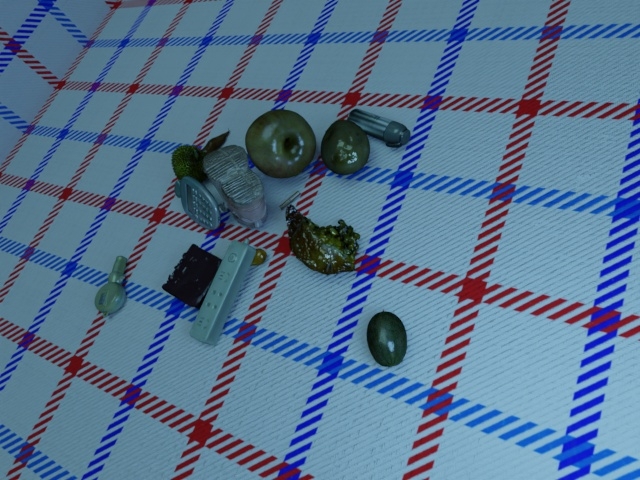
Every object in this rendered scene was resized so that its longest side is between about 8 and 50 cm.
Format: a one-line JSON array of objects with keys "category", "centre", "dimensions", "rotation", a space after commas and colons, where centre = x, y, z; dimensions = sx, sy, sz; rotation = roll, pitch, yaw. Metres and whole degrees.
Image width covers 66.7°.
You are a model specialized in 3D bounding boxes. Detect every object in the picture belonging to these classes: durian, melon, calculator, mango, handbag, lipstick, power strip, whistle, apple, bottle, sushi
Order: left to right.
[{"category": "whistle", "centre": [-0.821, 0.181, 1.928], "dimensions": [0.126, 0.067, 0.258], "rotation": [-7, 58, 20]}, {"category": "durian", "centre": [-0.534, -0.312, 1.986], "dimensions": [0.159, 0.198, 0.146], "rotation": [-43, 63, 6]}, {"category": "handbag", "centre": [-0.452, 0.134, 1.778], "dimensions": [0.216, 0.074, 0.203], "rotation": [21, 73, 34]}, {"category": "calculator", "centre": [-0.481, -0.150, 1.898], "dimensions": [0.042, 0.184, 0.295], "rotation": [-26, 48, -38]}, {"category": "power strip", "centre": [-0.332, 0.166, 1.680], "dimensions": [0.091, 0.062, 0.385], "rotation": [17, 79, 33]}, {"category": "mango", "centre": [-0.232, 0.062, 1.731], "dimensions": [0.089, 0.046, 0.060], "rotation": [-27, 60, 11]}, {"category": "apple", "centre": [-0.153, -0.359, 1.818], "dimensions": [0.257, 0.257, 0.234], "rotation": [-52, 25, -9]}, {"category": "lipstick", "centre": [-0.113, -0.149, 1.810], "dimensions": [0.094, 0.019, 0.019], "rotation": [-40, 54, -1]}, {"category": "sushi", "centre": [0.003, 0.002, 1.596], "dimensions": [0.296, 0.166, 0.179], "rotation": [42, 105, 44]}, {"category": "bottle", "centre": [0.206, -0.405, 1.767], "dimensions": [0.253, 0.079, 0.096], "rotation": [30, 83, 34]}, {"category": "melon", "centre": [0.187, 0.273, 1.377], "dimensions": [0.114, 0.114, 0.168], "rotation": [-13, 61, 18]}]

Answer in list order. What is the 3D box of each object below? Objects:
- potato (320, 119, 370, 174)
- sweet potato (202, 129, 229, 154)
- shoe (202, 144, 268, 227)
[{"category": "potato", "centre": [0.086, -0.333, 1.738], "dimensions": [0.177, 0.160, 0.235], "rotation": [-9, 59, 6]}, {"category": "sweet potato", "centre": [-0.457, -0.416, 2.102], "dimensions": [0.056, 0.056, 0.195], "rotation": [30, 72, 34]}, {"category": "shoe", "centre": [-0.318, -0.195, 1.813], "dimensions": [0.171, 0.198, 0.351], "rotation": [-22, 52, -12]}]
